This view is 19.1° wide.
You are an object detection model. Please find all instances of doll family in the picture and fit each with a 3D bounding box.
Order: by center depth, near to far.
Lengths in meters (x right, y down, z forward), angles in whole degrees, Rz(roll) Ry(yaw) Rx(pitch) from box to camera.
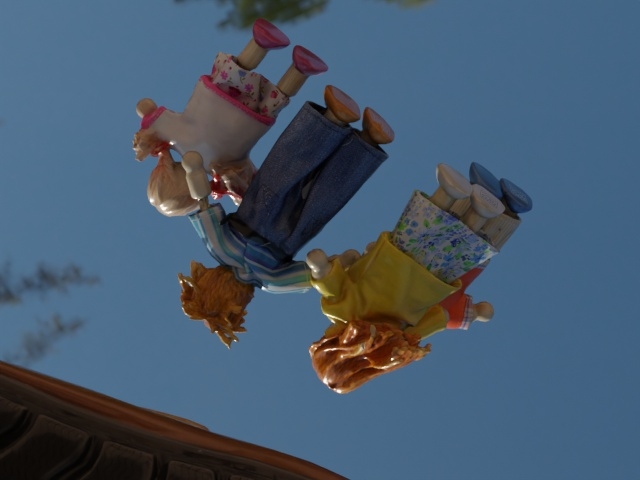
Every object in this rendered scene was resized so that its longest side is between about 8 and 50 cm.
[{"bbox_3d":[0.000,0.000,1.145,0.163,0.263,0.118,-52,-165,18],"label":"doll family"}]

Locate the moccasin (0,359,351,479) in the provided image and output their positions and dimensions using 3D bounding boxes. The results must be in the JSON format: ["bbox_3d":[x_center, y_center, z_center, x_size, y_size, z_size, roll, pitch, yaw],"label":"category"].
[{"bbox_3d":[-0.047,0.164,0.911,0.380,0.147,0.139,16,-95,24],"label":"moccasin"}]
